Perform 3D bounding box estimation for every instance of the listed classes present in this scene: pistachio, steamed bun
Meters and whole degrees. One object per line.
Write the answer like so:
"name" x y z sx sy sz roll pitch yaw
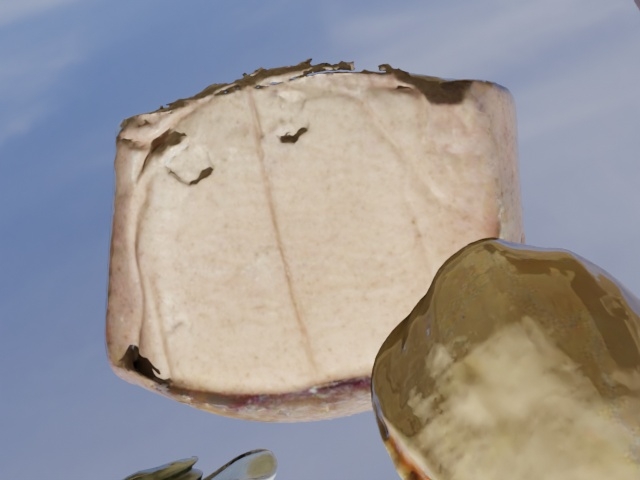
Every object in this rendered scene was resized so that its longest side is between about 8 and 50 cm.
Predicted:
"pistachio" 0.114 0.097 0.821 0.157 0.157 0.229 -25 -140 1
"steamed bun" 0.000 0.000 1.204 0.301 0.251 0.199 -4 -179 10

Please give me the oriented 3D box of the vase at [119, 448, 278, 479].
"vase" -0.052 0.381 1.235 0.250 0.445 0.250 -20 177 -1

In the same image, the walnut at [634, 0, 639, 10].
"walnut" 0.211 -0.148 0.840 0.116 0.116 0.207 -22 -153 9
